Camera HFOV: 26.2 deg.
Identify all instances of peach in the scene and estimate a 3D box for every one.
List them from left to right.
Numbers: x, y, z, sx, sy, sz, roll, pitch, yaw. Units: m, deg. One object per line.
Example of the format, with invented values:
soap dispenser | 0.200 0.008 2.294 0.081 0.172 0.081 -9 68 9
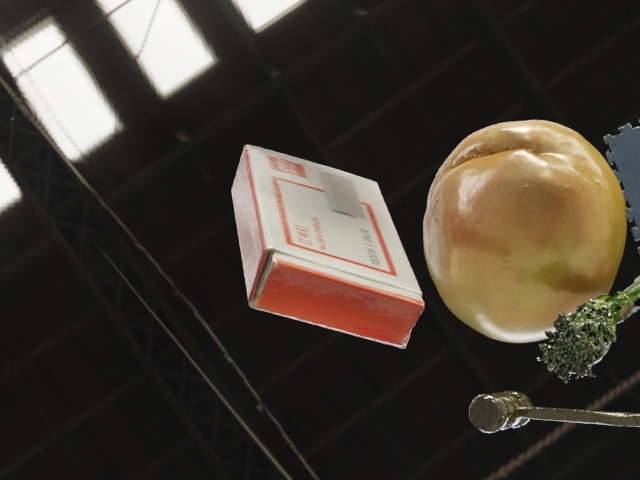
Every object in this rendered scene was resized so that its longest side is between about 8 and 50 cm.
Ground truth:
peach | 0.172 -0.011 1.150 0.184 0.184 0.184 -1 -85 -13

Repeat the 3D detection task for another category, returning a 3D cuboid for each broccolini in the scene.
broccolini | 0.240 0.047 1.096 0.054 0.051 0.239 57 -141 2

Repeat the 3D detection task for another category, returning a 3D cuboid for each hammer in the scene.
hammer | 0.242 0.122 0.917 0.292 0.058 0.029 0 -90 31

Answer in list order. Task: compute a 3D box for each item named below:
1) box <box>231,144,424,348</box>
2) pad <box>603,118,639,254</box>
box | 0.000 0.001 1.041 0.122 0.229 0.050 15 -69 -13
pad | 0.412 -0.030 1.238 0.269 0.012 0.270 -22 -112 23
